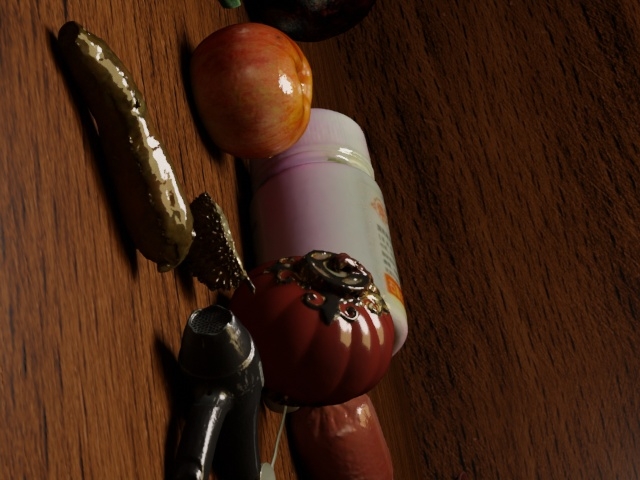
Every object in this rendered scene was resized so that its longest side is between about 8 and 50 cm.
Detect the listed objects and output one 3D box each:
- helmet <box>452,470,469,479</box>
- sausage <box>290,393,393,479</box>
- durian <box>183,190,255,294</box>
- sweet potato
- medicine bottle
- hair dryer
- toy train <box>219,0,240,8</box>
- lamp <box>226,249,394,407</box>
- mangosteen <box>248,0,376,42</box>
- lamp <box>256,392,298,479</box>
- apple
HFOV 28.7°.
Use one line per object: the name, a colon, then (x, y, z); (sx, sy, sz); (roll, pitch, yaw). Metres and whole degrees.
helmet: (0.131, 0.540, 1.834); (0.337, 0.230, 0.384); (37, 48, -76)
sausage: (0.036, 0.325, 1.907); (0.148, 0.148, 0.254); (-92, 169, -58)
durian: (-0.131, 0.015, 1.496); (0.140, 0.071, 0.110); (61, -1, 10)
sweet potato: (-0.194, -0.098, 1.272); (0.075, 0.075, 0.273); (-83, 155, -70)
medicine bottle: (0.000, 0.000, 1.931); (0.219, 0.219, 0.388); (65, 12, -53)
hair dryer: (-0.120, 0.226, 1.298); (0.271, 0.091, 0.235); (-71, 159, -54)
toy train: (-0.169, -0.450, 2.205); (0.093, 0.038, 0.056); (53, 30, -71)
lamp: (-0.011, 0.110, 1.629); (0.227, 0.227, 0.226); (-14, 90, -82)
mangosteen: (-0.034, -0.565, 2.491); (0.359, 0.306, 0.306); (31, 39, -44)
lamp: (-0.070, 0.269, 1.658); (0.198, 0.056, 0.050); (-73, 151, -54)
apple: (-0.096, -0.217, 1.831); (0.209, 0.164, 0.209); (-13, 90, -80)
